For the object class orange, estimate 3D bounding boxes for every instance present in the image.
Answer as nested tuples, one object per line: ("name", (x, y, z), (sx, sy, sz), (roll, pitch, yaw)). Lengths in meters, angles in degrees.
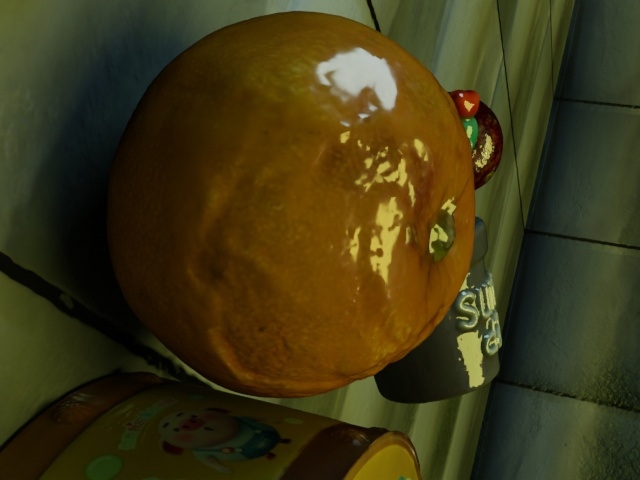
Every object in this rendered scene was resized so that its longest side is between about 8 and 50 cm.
("orange", (-0.020, -0.023, 0.588), (0.261, 0.261, 0.260), (10, 90, -70))

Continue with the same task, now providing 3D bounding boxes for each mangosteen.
("mangosteen", (0.174, -0.134, 1.243), (0.146, 0.181, 0.155), (-14, 99, -23))

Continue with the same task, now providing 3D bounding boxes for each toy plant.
("toy plant", (0.105, -0.026, 0.997), (0.280, 0.185, 0.400), (-19, 101, -29))

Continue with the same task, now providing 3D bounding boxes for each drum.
("drum", (-0.087, 0.309, 0.590), (0.431, 0.214, 0.430), (10, 90, -69))
